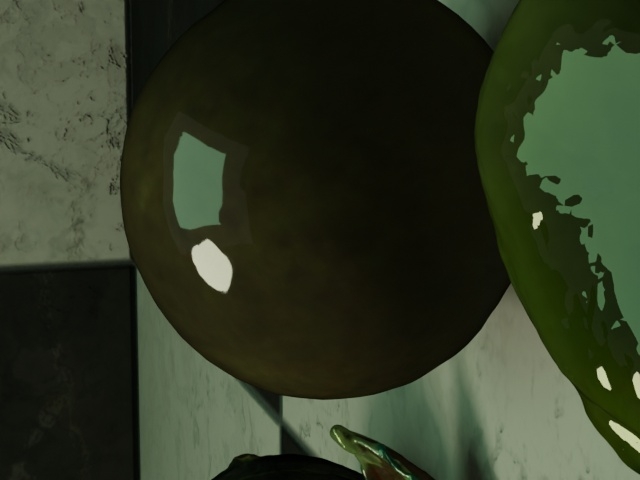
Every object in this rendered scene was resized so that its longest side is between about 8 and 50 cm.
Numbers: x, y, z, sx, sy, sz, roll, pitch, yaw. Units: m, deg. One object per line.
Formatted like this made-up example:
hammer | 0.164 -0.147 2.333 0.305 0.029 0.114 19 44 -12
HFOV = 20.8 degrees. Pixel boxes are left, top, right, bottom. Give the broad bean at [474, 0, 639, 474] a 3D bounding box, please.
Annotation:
broad bean | 0.187 -0.016 0.840 0.238 0.119 0.291 -27 79 42

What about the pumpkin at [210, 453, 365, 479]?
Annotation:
pumpkin | -0.026 0.345 1.520 0.323 0.241 0.323 177 90 -82

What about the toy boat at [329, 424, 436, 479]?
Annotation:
toy boat | 0.093 0.273 1.369 0.108 0.099 0.293 119 138 -63

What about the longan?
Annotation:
longan | 0.007 -0.035 1.244 0.319 0.319 0.319 177 90 -75
